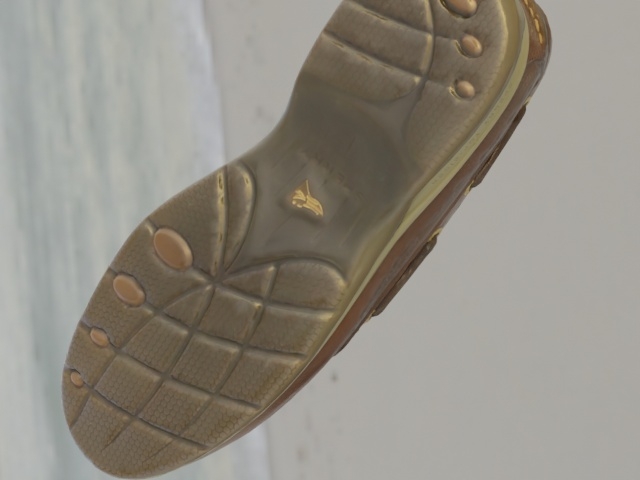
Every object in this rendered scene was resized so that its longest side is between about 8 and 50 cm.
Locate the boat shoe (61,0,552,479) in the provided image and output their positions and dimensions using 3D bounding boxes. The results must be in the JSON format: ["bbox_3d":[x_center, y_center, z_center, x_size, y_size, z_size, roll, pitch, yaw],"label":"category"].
[{"bbox_3d":[0.000,-0.001,0.531,0.178,0.060,0.064,-49,66,17],"label":"boat shoe"}]
